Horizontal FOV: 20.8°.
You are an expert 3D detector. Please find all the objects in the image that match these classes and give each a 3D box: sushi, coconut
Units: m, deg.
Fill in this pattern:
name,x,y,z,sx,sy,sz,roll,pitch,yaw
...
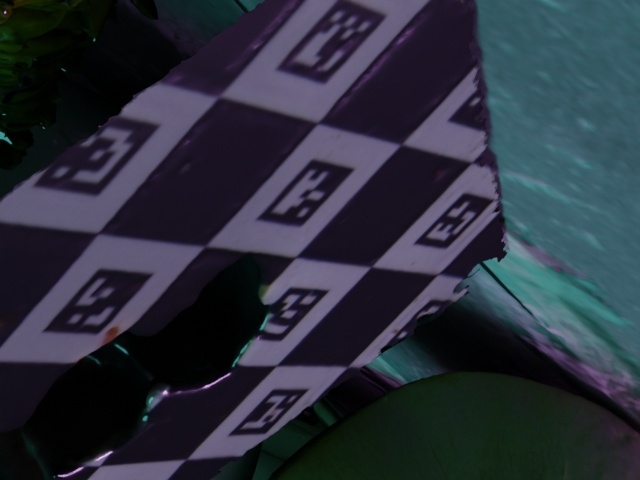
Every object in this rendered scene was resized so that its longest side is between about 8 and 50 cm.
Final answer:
name,x,y,z,sx,sy,sz,roll,pitch,yaw
sushi,-0.076,0.026,0.531,0.050,0.290,0.264,52,175,23
coconut,0.061,0.161,0.767,0.235,0.205,0.236,21,172,3

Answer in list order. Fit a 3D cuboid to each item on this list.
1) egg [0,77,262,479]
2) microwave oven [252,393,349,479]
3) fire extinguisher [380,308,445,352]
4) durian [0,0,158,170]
name,x,y,z,sx,sy,sz,roll,pitch,yaw
egg,-0.162,0.059,0.772,0.276,0.276,0.389,30,172,14
microwave oven,-0.057,0.253,1.088,0.247,0.333,0.394,35,168,-38
fire extinguisher,0.000,0.000,0.710,0.078,0.045,0.157,-12,135,41
durian,-0.078,-0.096,0.423,0.132,0.107,0.375,36,167,2
